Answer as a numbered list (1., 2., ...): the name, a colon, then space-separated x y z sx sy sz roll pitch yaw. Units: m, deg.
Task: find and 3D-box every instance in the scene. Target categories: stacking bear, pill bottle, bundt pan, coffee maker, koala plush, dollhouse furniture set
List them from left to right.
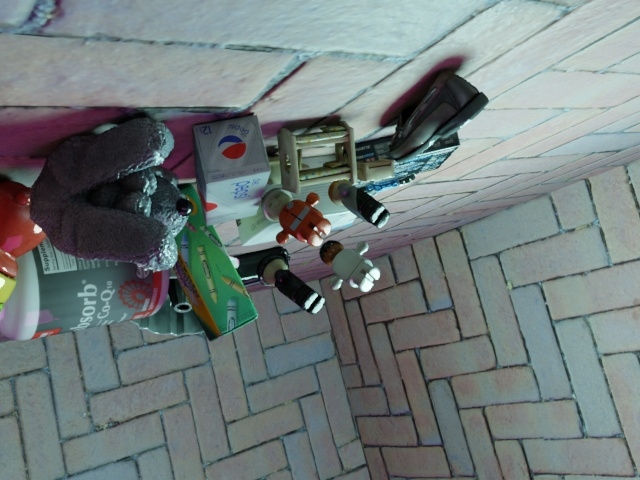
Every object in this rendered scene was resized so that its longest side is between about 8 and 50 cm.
1. stacking bear: -0.502 0.037 0.933 0.289 0.164 0.175 -51 178 -11
2. pill bottle: -0.478 0.065 1.206 0.362 0.210 0.210 -8 170 -40
3. koala plush: -0.265 -0.050 0.945 0.203 0.196 0.221 -5 175 14
4. bundt pan: -0.403 0.145 1.945 0.330 0.124 0.331 -8 145 -5
5. coffee maker: -0.206 0.082 2.279 0.178 0.120 0.171 -13 149 -17
6. dollhouse furniture set: 0.004 -0.153 1.132 0.181 0.101 0.161 -12 -164 -24

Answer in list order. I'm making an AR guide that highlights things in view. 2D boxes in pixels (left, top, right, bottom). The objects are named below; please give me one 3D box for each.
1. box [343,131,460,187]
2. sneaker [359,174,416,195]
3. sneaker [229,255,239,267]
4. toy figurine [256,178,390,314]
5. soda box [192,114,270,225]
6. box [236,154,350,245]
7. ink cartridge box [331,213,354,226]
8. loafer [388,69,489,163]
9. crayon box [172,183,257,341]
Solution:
1. box: 0.150 -0.164 1.340 0.220 0.051 0.175 -14 172 -6
2. sneaker: 0.115 -0.128 1.478 0.190 0.071 0.083 -12 177 -19
3. sneaker: -0.375 0.114 2.115 0.252 0.111 0.103 -15 172 1
4. toy figurine: 0.000 0.000 1.170 0.209 0.213 0.148 -19 -143 -34
5. soda box: -0.147 -0.103 1.070 0.098 0.091 0.286 -13 172 -12
6. box: -0.059 -0.077 1.315 0.181 0.119 0.181 -11 171 -29
7. ink cartridge box: 0.011 -0.072 1.618 0.139 0.082 0.191 -14 171 -6
8. loafer: 0.173 -0.203 1.088 0.096 0.084 0.267 -45 -173 -20
9. crayon box: -0.229 0.049 1.280 0.081 0.279 0.165 -26 176 -20
